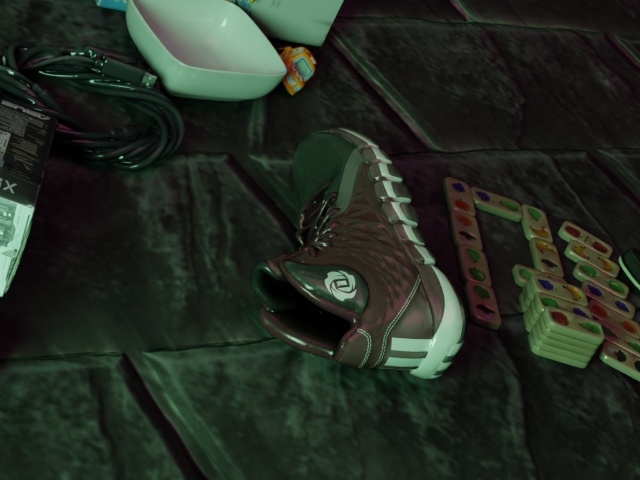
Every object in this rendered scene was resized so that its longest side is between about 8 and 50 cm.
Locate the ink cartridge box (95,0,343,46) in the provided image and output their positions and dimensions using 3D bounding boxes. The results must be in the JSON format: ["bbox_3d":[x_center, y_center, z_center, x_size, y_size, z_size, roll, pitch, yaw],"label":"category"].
[{"bbox_3d":[-0.105,-0.355,1.745,0.270,0.197,0.198,7,36,-30],"label":"ink cartridge box"}]

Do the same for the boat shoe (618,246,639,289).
[{"bbox_3d":[0.354,0.049,1.650,0.049,0.042,0.133,-4,42,-49],"label":"boat shoe"}]

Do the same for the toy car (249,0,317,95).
[{"bbox_3d":[-0.040,-0.212,1.682,0.122,0.040,0.060,63,17,-12],"label":"toy car"}]

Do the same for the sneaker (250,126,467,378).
[{"bbox_3d":[0.000,0.000,1.397,0.162,0.106,0.281,1,41,-32],"label":"sneaker"}]

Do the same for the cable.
[{"bbox_3d":[-0.214,-0.122,1.476,0.184,0.047,0.150,14,39,-26],"label":"cable"}]

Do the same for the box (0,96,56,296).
[{"bbox_3d":[-0.353,-0.080,1.208,0.307,0.076,0.242,20,16,-12],"label":"box"}]

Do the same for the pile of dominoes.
[{"bbox_3d":[0.225,0.026,1.590,0.196,0.040,0.251,17,33,-16],"label":"pile of dominoes"}]

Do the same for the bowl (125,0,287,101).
[{"bbox_3d":[-0.119,-0.186,1.626,0.142,0.053,0.142,0,41,-37],"label":"bowl"}]
